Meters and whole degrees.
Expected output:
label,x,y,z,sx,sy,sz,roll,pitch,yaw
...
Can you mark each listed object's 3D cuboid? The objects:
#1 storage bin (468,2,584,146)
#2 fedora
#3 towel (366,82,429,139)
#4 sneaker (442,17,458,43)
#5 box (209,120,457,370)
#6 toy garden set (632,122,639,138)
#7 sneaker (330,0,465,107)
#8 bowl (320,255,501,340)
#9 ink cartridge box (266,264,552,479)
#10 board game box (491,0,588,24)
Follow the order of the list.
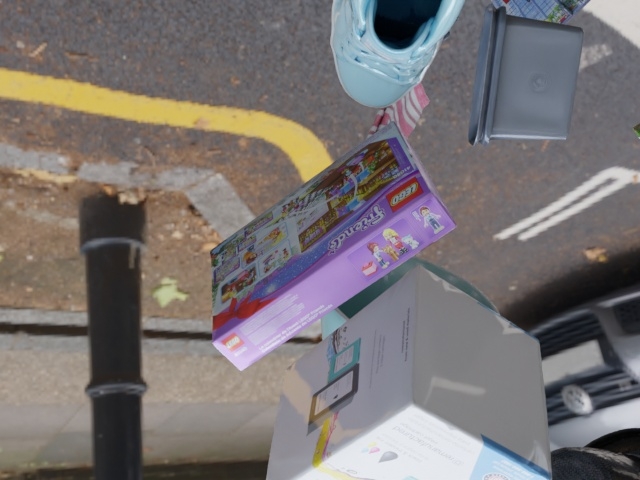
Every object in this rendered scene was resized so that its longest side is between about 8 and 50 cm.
label,x,y,z,sx,sy,sz,roll,pitch,yaw
storage bin,0.200,-0.156,0.803,0.091,0.135,0.098,7,-168,4
fedora,0.380,0.394,1.184,0.152,0.334,0.334,28,142,-18
towel,0.102,-0.150,1.126,0.029,0.197,0.144,18,166,17
sneaker,0.148,-0.288,1.268,0.153,0.094,0.235,-20,127,4
box,0.000,0.000,0.958,0.293,0.201,0.057,-35,118,12
toy garden set,0.554,-0.195,1.147,0.204,0.049,0.244,-35,-167,16
sneaker,0.068,-0.229,0.832,0.135,0.150,0.366,23,152,3
bowl,0.127,0.160,1.343,0.311,0.311,0.163,3,120,-25
ink cartridge box,0.097,0.209,0.963,0.198,0.197,0.270,31,130,-20
board game box,0.339,-0.429,1.307,0.194,0.194,0.060,-46,173,34
